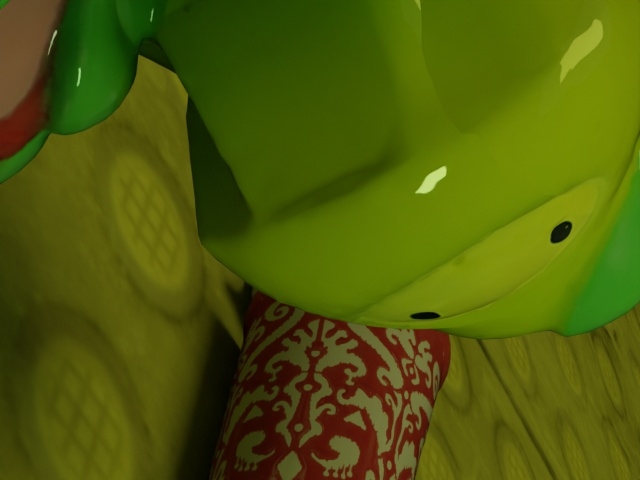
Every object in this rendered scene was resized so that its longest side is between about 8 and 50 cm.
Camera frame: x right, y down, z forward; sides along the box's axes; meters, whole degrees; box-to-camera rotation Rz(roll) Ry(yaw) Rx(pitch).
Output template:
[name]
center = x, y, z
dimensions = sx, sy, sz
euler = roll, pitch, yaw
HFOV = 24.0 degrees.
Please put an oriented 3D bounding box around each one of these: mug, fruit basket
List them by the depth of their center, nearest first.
[fruit basket]
center = -0.022, -0.085, 0.461
dimensions = 0.392, 0.392, 0.283
euler = 65, 18, -12
[mug]
center = 0.009, 0.114, 0.754
dimensions = 0.150, 0.113, 0.169
euler = 59, 24, -23

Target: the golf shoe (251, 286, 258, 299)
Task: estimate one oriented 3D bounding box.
[golf shoe]
center = 0.000, 0.000, 0.911
dimensions = 0.086, 0.067, 0.186
euler = 59, 21, -24
